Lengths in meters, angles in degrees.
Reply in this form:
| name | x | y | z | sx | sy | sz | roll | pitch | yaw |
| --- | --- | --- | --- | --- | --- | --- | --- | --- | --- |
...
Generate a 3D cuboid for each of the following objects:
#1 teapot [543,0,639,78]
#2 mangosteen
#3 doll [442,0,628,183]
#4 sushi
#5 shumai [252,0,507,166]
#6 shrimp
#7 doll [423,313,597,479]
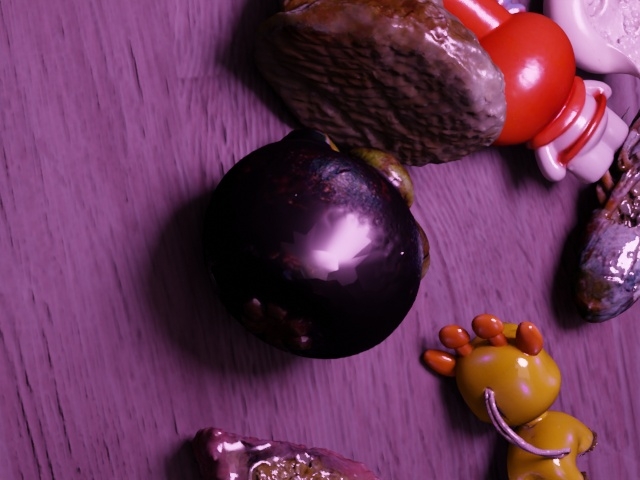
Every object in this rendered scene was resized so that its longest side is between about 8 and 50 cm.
| name | x | y | z | sx | sy | sz | roll | pitch | yaw |
| --- | --- | --- | --- | --- | --- | --- | --- | --- | --- |
| teapot | 0.321 | -0.277 | 1.201 | 0.145 | 0.092 | 0.226 | -35 | 102 | -24 |
| mangosteen | 0.000 | 0.000 | 0.989 | 0.243 | 0.243 | 0.242 | 1 | 87 | -24 |
| doll | 0.213 | -0.180 | 1.130 | 0.290 | 0.130 | 0.161 | 36 | 79 | -12 |
| sushi | -0.016 | 0.264 | 1.022 | 0.161 | 0.107 | 0.241 | -26 | 98 | -26 |
| shumai | 0.080 | -0.214 | 1.039 | 0.272 | 0.222 | 0.203 | 37 | 59 | -22 |
| shrimp | 0.412 | -0.061 | 1.190 | 0.372 | 0.172 | 0.137 | -62 | 153 | -3 |
| doll | 0.209 | 0.172 | 1.118 | 0.221 | 0.143 | 0.135 | 56 | 40 | -18 |
